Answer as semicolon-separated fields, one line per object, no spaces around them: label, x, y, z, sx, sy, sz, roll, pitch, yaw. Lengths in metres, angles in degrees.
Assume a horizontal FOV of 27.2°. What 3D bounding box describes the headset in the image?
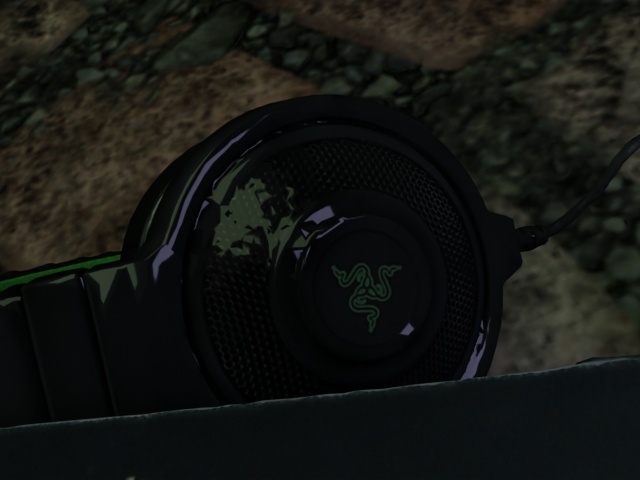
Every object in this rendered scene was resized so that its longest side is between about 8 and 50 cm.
headset;0.009;0.039;0.521;0.394;0.185;0.243;-13;3;4

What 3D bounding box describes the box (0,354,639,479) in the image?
box;-0.028;0.254;0.316;0.293;0.212;0.395;-8;48;19
